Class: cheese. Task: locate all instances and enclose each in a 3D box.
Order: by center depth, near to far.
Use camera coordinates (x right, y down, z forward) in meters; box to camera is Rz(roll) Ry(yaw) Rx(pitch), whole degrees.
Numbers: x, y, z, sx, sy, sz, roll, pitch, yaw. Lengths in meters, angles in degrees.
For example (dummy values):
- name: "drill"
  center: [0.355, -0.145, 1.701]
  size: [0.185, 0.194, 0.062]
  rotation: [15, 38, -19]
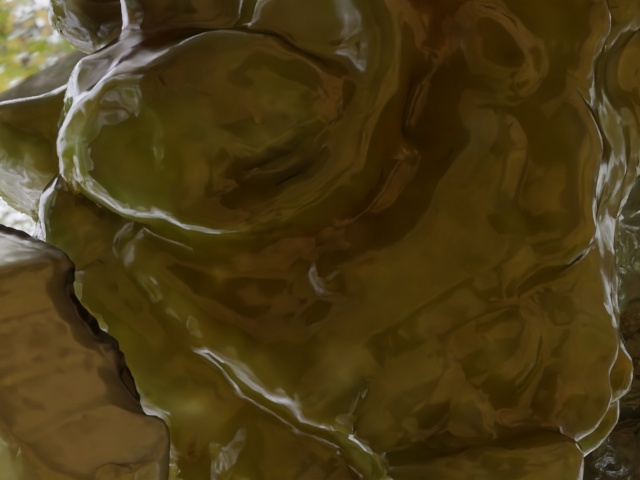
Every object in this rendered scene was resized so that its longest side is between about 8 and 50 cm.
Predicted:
- name: "cheese"
  center: [-0.101, 0.122, 0.409]
  size: [0.050, 0.127, 0.255]
  rotation: [-12, -68, -54]

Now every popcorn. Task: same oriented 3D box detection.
- name: "popcorn"
  center: [0.000, 0.000, 0.545]
  size: [0.235, 0.241, 0.250]
  rotation: [42, -128, -51]

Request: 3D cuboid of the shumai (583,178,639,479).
- name: "shumai"
  center: [0.230, 0.071, 1.052]
  size: [0.309, 0.304, 0.263]
  rotation: [-7, -90, -66]
